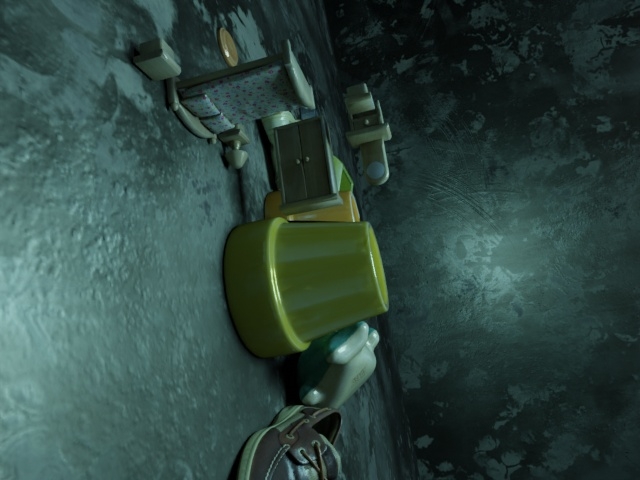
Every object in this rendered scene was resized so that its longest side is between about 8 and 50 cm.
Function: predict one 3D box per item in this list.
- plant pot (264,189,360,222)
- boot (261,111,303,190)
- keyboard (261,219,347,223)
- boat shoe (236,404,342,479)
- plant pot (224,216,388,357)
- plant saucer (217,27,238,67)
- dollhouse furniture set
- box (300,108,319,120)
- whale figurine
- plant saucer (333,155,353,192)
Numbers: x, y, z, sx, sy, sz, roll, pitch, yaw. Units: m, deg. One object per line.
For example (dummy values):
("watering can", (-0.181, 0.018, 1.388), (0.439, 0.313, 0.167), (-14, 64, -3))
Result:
("plant pot", (-0.006, -0.034, 1.057), (0.205, 0.188, 0.204), (-12, 90, -78))
("boot", (-0.066, -0.215, 1.184), (0.262, 0.095, 0.203), (-2, 80, -76))
("keyboard", (-0.026, -0.009, 0.937), (0.038, 0.192, 0.100), (-71, 159, -49))
("boat shoe", (-0.030, 0.349, 0.719), (0.342, 0.123, 0.123), (7, 71, -77))
("plant pot", (-0.011, 0.067, 0.817), (0.254, 0.239, 0.253), (-13, 90, -78))
("plant saucer", (-0.198, -0.416, 0.976), (0.083, 0.014, 0.083), (-12, 90, -77))
("dollhouse furniture set", (-0.052, -0.176, 0.718), (0.355, 0.304, 0.173), (37, 44, -71))
("box", (-0.009, -0.365, 1.685), (0.231, 0.056, 0.182), (48, 31, -66))
("whale figurine", (0.026, 0.239, 0.929), (0.141, 0.216, 0.272), (40, -27, 25))
("plant saucer", (0.064, -0.164, 1.498), (0.188, 0.045, 0.188), (47, 47, -60))
